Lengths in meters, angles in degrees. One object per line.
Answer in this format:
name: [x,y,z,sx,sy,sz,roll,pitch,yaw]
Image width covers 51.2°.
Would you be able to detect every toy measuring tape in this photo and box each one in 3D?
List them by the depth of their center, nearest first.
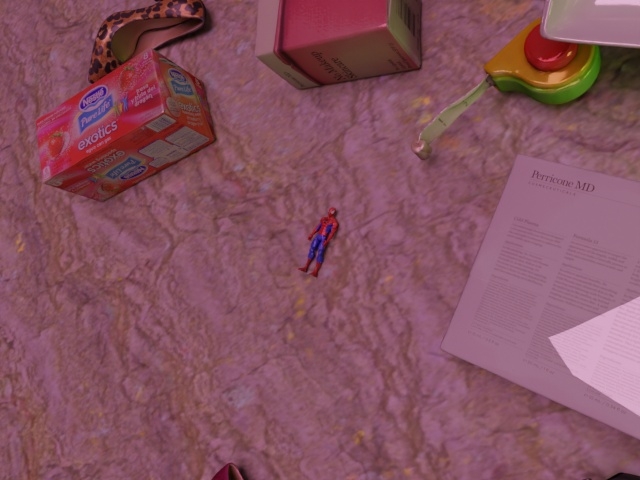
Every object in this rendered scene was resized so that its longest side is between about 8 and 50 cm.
toy measuring tape: [0.280,-0.207,0.935,0.330,0.121,0.121,-43,63,13]

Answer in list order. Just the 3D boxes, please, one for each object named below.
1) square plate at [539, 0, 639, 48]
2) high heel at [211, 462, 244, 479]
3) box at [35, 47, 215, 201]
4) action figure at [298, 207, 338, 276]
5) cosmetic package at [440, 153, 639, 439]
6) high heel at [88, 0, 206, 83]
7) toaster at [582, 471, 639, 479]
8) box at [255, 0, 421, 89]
square plate: [0.449,-0.371,0.717,0.347,0.049,0.344,13,105,16]
high heel: [-0.096,0.451,0.998,0.244,0.082,0.117,37,107,42]
box: [-0.368,-0.206,1.256,0.300,0.154,0.142,-24,68,23]
action figure: [0.000,0.000,1.083,0.038,0.030,0.115,21,87,35]
cosmetic package: [0.371,0.077,0.810,0.377,0.097,0.284,22,91,37]
high heel: [-0.344,-0.390,1.314,0.186,0.093,0.261,37,87,36]
toaster: [0.352,0.348,0.725,0.110,0.186,0.168,0,78,33]
box: [0.031,-0.343,1.076,0.232,0.149,0.126,-4,77,28]
